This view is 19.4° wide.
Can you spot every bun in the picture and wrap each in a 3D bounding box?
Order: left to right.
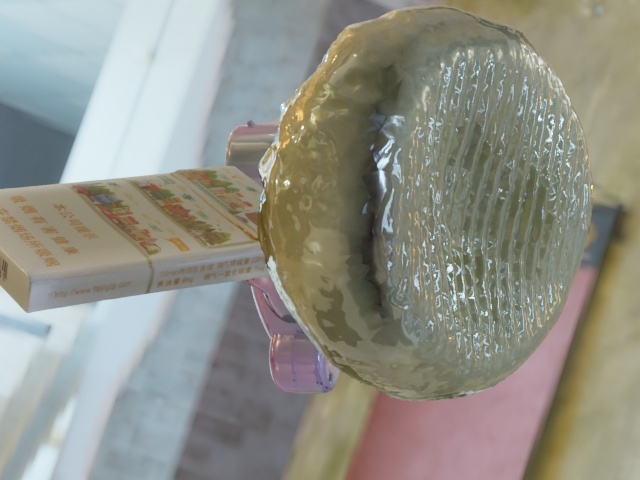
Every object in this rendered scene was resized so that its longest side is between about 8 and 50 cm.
[{"bbox_3d":[0.043,-0.021,0.987,0.127,0.222,0.222,9,-13,44],"label":"bun"}]

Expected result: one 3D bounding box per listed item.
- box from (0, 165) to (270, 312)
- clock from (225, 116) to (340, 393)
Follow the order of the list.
[{"bbox_3d":[-0.117,-0.005,1.203,0.220,0.032,0.122,-7,30,-37],"label":"box"},{"bbox_3d":[0.000,0.000,1.692,0.090,0.248,0.227,-1,12,21],"label":"clock"}]
